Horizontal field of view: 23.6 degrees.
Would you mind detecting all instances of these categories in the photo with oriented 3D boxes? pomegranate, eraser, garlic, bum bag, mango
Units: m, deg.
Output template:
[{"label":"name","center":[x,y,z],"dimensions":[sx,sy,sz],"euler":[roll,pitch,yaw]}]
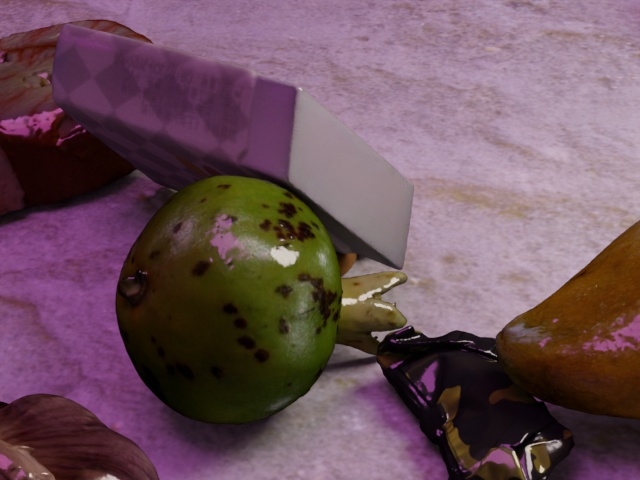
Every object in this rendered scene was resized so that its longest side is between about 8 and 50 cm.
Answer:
[{"label":"pomegranate","center":[-0.053,0.054,1.295],"dimensions":[0.263,0.211,0.211],"euler":[11,21,-30]},{"label":"eraser","center":[-0.093,-0.095,1.460],"dimensions":[0.396,0.213,0.082],"euler":[21,77,48]},{"label":"garlic","center":[-0.243,0.201,1.142],"dimensions":[0.244,0.161,0.245],"euler":[-10,32,6]},{"label":"bum bag","center":[0.123,0.133,1.214],"dimensions":[0.106,0.060,0.232],"euler":[-19,32,-9]},{"label":"mango","center":[0.290,0.051,1.198],"dimensions":[0.316,0.146,0.193],"euler":[-17,33,-16]}]

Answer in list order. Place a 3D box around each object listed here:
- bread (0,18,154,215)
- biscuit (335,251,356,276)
[{"label":"bread","center":[-0.335,-0.144,1.750],"dimensions":[0.327,0.114,0.295],"euler":[-19,32,-9]},{"label":"biscuit","center":[0.006,0.000,1.490],"dimensions":[0.133,0.027,0.184],"euler":[-3,33,25]}]
